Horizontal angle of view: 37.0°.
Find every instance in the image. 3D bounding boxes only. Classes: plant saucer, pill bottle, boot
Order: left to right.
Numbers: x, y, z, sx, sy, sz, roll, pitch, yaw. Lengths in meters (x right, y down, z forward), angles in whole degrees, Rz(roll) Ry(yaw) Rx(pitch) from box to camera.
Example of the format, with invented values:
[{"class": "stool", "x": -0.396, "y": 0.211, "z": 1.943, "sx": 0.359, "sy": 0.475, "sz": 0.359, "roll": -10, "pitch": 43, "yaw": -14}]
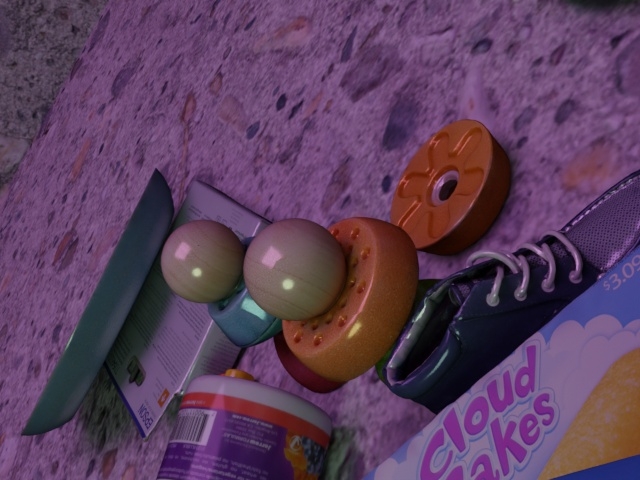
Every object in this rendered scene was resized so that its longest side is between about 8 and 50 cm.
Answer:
[{"class": "plant saucer", "x": -0.233, "y": 0.071, "z": 1.040, "sx": 0.317, "sy": 0.044, "sz": 0.317, "roll": -59, "pitch": 12, "yaw": 21}, {"class": "pill bottle", "x": -0.066, "y": 0.197, "z": 0.640, "sx": 0.108, "sy": 0.108, "sz": 0.193, "roll": -17, "pitch": 51, "yaw": 54}, {"class": "boot", "x": 0.118, "y": 0.025, "z": 0.508, "sx": 0.190, "sy": 0.086, "sz": 0.069, "roll": -55, "pitch": 28, "yaw": 12}]

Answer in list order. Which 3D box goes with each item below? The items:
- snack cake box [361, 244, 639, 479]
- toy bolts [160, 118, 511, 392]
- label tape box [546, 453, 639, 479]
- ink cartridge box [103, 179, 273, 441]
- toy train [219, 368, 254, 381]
[{"class": "snack cake box", "x": 0.099, "y": 0.146, "z": 0.428, "sx": 0.264, "sy": 0.089, "sz": 0.152, "roll": -47, "pitch": 32, "yaw": 26}, {"class": "toy bolts", "x": 0.000, "y": 0.000, "z": 0.654, "sx": 0.228, "sy": 0.158, "sz": 0.218, "roll": -21, "pitch": 47, "yaw": 51}, {"class": "label tape box", "x": 0.107, "y": 0.136, "z": 0.148, "sx": 0.334, "sy": 0.241, "sz": 0.105, "roll": -162, "pitch": 60, "yaw": -81}, {"class": "ink cartridge box", "x": -0.127, "y": 0.063, "z": 0.936, "sx": 0.224, "sy": 0.045, "sz": 0.223, "roll": -62, "pitch": 26, "yaw": 2}, {"class": "toy train", "x": -0.088, "y": 0.172, "z": 0.769, "sx": 0.125, "sy": 0.046, "sz": 0.166, "roll": -55, "pitch": 28, "yaw": 12}]
